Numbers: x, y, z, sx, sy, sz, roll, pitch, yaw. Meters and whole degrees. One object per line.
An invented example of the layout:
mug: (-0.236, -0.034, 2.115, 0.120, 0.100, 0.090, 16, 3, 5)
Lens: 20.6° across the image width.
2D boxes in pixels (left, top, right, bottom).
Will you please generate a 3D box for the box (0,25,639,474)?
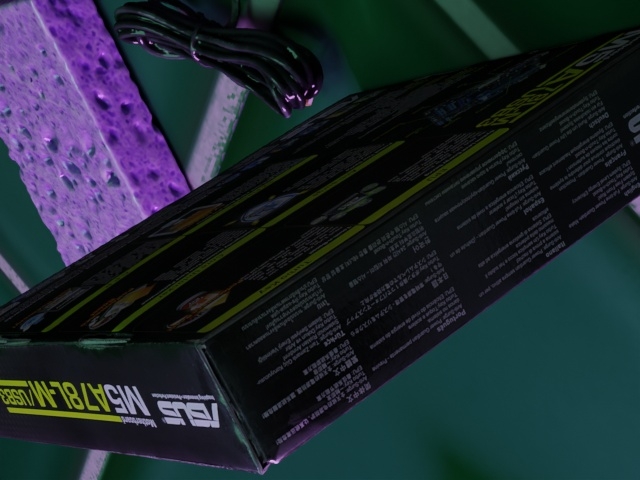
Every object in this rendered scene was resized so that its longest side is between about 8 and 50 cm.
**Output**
box: (0.000, 0.000, 0.544, 0.184, 0.190, 0.045, -3, 117, 57)

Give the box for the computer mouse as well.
computer mouse: (-0.049, -0.131, 0.635, 0.106, 0.042, 0.193, 33, 146, 36)

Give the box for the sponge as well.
sponge: (-0.104, -0.024, 0.847, 0.117, 0.031, 0.210, 2, 122, 56)
